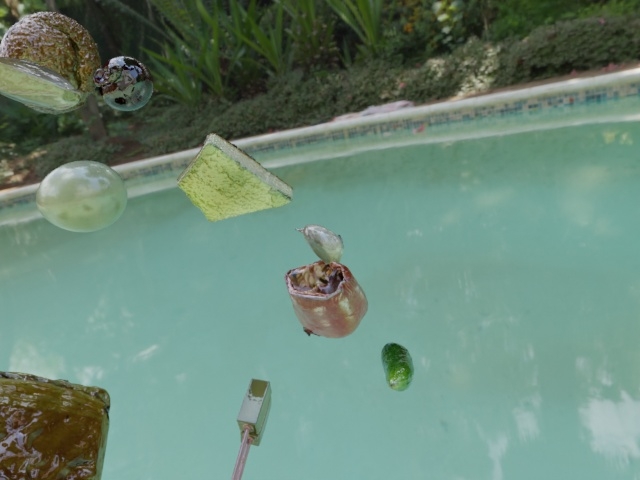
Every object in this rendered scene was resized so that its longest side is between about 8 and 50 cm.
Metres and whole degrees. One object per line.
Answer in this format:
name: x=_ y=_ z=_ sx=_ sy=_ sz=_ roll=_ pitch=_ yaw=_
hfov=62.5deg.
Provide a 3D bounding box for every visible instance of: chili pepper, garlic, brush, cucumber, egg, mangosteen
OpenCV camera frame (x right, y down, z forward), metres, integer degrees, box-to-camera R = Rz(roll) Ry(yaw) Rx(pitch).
chili pepper: x=0.016 y=0.174 z=1.755 sx=0.251 sy=0.305 sz=0.229 roll=18 pitch=62 yaw=25
garlic: x=-0.599 y=-0.323 z=1.098 sx=0.196 sy=0.086 sz=0.101 roll=17 pitch=12 yaw=-22
brush: x=-0.153 y=0.411 z=1.079 sx=0.047 sy=0.103 sz=0.233 roll=9 pitch=45 yaw=8
cucumber: x=0.095 y=0.154 z=0.644 sx=0.039 sy=0.039 sz=0.168 roll=-12 pitch=1 yaw=5
egg: x=-0.635 y=-0.115 z=1.398 sx=0.254 sy=0.188 sz=0.188 roll=-3 pitch=18 yaw=20
garlic: x=-0.003 y=0.001 z=1.372 sx=0.084 sy=0.152 sz=0.066 roll=-50 pitch=-8 yaw=32
mangosteen: x=-0.531 y=-0.426 z=1.421 sx=0.153 sy=0.152 sz=0.152 roll=-12 pitch=15 yaw=3

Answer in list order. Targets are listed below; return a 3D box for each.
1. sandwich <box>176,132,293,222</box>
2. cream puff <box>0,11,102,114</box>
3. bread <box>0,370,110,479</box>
sandwich: x=-0.174 y=-0.090 z=1.019 sx=0.162 sy=0.193 sz=0.058 roll=-46 pitch=23 yaw=27
cream puff: x=-0.754 y=-0.499 z=1.516 sx=0.212 sy=0.303 sz=0.303 roll=22 pitch=23 yaw=8
bread: x=-0.518 y=0.393 z=0.884 sx=0.167 sy=0.277 sz=0.324 roll=-32 pitch=49 yaw=27
